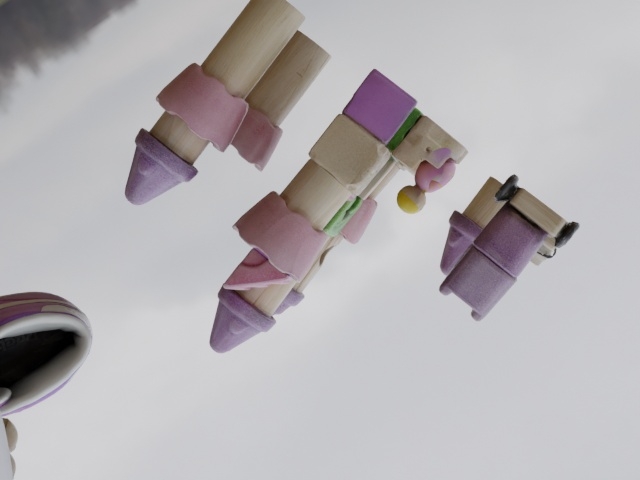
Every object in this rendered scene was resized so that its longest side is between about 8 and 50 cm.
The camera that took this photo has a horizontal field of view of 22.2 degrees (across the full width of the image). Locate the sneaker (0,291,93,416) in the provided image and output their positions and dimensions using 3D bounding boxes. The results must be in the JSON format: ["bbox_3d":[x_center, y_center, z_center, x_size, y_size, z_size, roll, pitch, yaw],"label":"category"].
[{"bbox_3d":[-0.305,0.108,1.218,0.282,0.102,0.161,-24,-171,-14],"label":"sneaker"}]

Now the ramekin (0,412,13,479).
[{"bbox_3d":[-0.243,0.089,0.506,0.273,0.273,0.127,-30,-173,19],"label":"ramekin"}]

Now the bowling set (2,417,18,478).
[{"bbox_3d":[-0.331,0.324,1.791,0.154,0.200,0.287,-50,-164,18],"label":"bowling set"}]

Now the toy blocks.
[{"bbox_3d":[0.000,0.000,1.307,0.260,0.309,0.288,-52,174,2],"label":"toy blocks"}]
